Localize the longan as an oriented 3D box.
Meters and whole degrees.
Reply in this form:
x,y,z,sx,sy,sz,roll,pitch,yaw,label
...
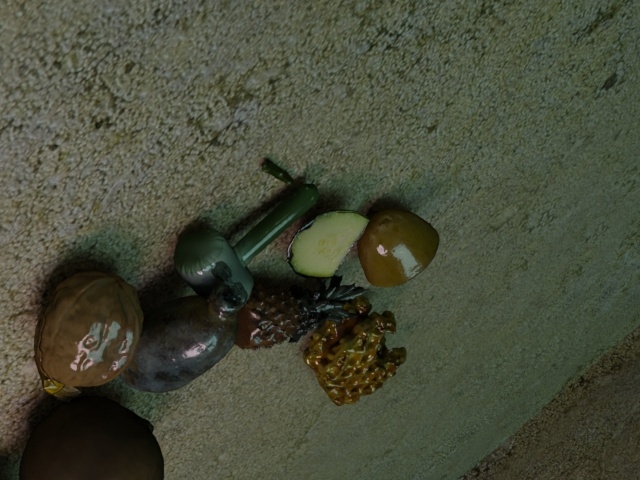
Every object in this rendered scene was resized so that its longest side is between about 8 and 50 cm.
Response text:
x,y,z,sx,sy,sz,roll,pitch,yaw,label
-0.476,0.477,1.703,0.319,0.319,0.319,-24,141,-21,longan

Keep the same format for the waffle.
x,y,z,sx,sy,sz,roll,pitch,yaw,label
0.096,0.304,2.171,0.261,0.151,0.324,-37,143,-10,waffle

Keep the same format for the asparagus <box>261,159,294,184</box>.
x,y,z,sx,sy,sz,roll,pitch,yaw,label
-0.088,-0.137,1.646,0.025,0.021,0.108,-44,145,12,asparagus

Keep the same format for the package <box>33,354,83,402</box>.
x,y,z,sx,sy,sz,roll,pitch,yaw,label
-0.540,0.273,1.626,0.047,0.071,0.131,-36,146,-2,package

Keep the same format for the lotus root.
x,y,z,sx,sy,sz,roll,pitch,yaw,label
-0.283,0.206,1.627,0.349,0.175,0.175,-29,152,30,lotus root

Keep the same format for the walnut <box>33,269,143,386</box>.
x,y,z,sx,sy,sz,roll,pitch,yaw,label
-0.434,0.168,1.516,0.198,0.198,0.245,10,111,-47,walnut

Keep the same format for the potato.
x,y,z,sx,sy,sz,roll,pitch,yaw,label
0.166,-0.006,1.909,0.203,0.178,0.158,-22,131,15,potato

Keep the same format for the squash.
x,y,z,sx,sy,sz,roll,pitch,yaw,label
-0.010,-0.014,1.793,0.184,0.085,0.192,12,119,-44,squash

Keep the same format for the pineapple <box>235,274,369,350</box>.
x,y,z,sx,sy,sz,roll,pitch,yaw,label
-0.054,0.167,1.888,0.364,0.165,0.165,-2,130,-44,pineapple

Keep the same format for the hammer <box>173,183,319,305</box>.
x,y,z,sx,sy,sz,roll,pitch,yaw,label
-0.137,-0.008,1.674,0.335,0.119,0.206,-42,145,-10,hammer
